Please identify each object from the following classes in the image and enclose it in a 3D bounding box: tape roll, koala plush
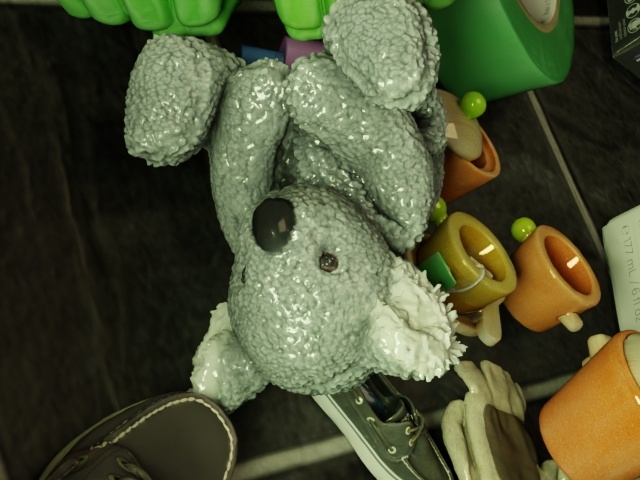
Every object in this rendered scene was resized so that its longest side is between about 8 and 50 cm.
[{"bbox_3d":[0.117,-0.271,1.271,0.321,0.077,0.321,45,38,-51],"label":"tape roll"},{"bbox_3d":[0.000,0.000,0.969,0.203,0.196,0.221,58,24,-53],"label":"koala plush"}]

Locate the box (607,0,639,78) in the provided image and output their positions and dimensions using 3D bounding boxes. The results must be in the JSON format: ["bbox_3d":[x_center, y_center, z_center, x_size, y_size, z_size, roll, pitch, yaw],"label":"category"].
[{"bbox_3d":[0.379,-0.272,1.579,0.142,0.163,0.247,32,45,-34],"label":"box"}]

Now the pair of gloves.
[{"bbox_3d":[0.173,0.193,1.135,0.240,0.042,0.204,21,45,-44],"label":"pair of gloves"}]

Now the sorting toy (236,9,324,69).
[{"bbox_3d":[-0.053,-0.237,1.167,0.126,0.127,0.365,9,56,-9],"label":"sorting toy"}]

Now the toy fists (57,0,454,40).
[{"bbox_3d":[-0.042,-0.187,1.020,0.142,0.279,0.096,-80,170,-56],"label":"toy fists"}]

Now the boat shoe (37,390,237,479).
[{"bbox_3d":[-0.112,0.161,0.806,0.103,0.092,0.285,55,38,-4],"label":"boat shoe"}]

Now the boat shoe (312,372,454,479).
[{"bbox_3d":[0.043,0.119,1.046,0.142,0.040,0.049,47,40,-13],"label":"boat shoe"}]

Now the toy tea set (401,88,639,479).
[{"bbox_3d":[0.174,0.026,1.143,0.336,0.124,0.200,49,27,-2],"label":"toy tea set"}]

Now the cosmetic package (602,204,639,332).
[{"bbox_3d":[0.427,0.021,1.248,0.156,0.385,0.217,24,49,-35],"label":"cosmetic package"}]
